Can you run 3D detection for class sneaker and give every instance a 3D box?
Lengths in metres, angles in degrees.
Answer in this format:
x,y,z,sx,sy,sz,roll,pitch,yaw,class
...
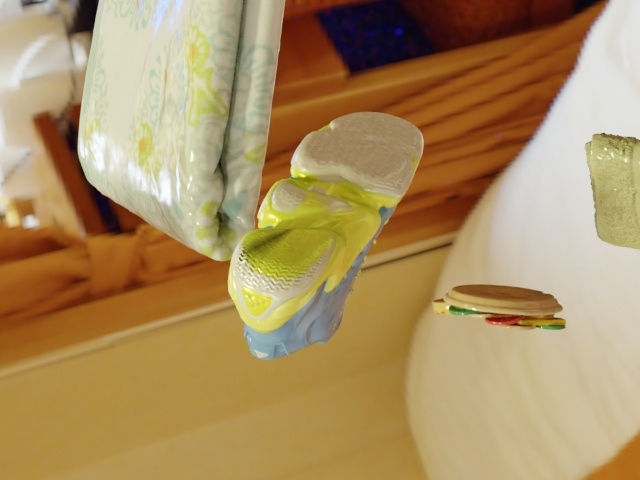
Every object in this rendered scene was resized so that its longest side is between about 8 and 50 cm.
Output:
x,y,z,sx,sy,sz,roll,pitch,yaw,class
0.000,0.000,1.155,0.091,0.240,0.126,27,136,19,sneaker

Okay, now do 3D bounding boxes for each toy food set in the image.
x,y,z,sx,sy,sz,roll,pitch,yaw,class
0.121,0.045,0.998,0.082,0.083,0.020,-157,71,-70,toy food set

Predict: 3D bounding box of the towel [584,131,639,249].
x,y,z,sx,sy,sz,roll,pitch,yaw,class
0.264,-0.031,1.164,0.148,0.110,0.027,68,-144,-54,towel

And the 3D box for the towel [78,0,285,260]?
x,y,z,sx,sy,sz,roll,pitch,yaw,class
-0.134,-0.197,1.395,0.320,0.090,0.375,-150,65,-63,towel
